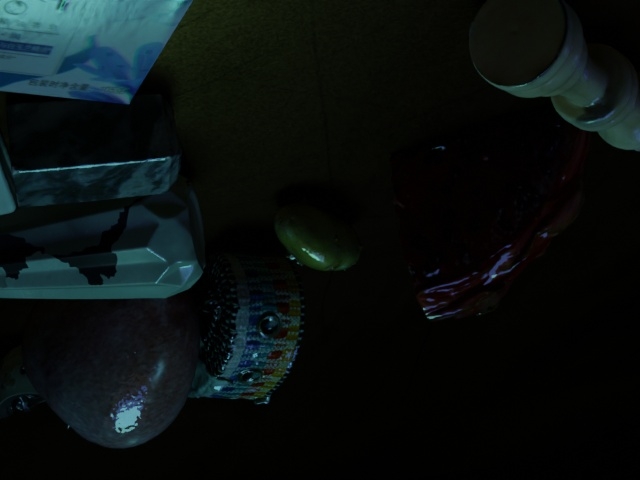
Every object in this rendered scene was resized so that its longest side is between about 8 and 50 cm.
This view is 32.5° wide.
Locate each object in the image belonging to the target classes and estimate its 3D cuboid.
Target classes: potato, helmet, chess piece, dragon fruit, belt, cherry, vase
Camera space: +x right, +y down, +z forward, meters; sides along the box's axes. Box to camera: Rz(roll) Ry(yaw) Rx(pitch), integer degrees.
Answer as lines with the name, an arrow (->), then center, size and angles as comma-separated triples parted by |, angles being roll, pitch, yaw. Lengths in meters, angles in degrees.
potato -> 0.000, 0.000, 1.542 | 0.085, 0.105, 0.188 | -40, 161, 16
helmet -> -0.461, 0.217, 1.807 | 0.153, 0.107, 0.177 | -27, 172, 24
chess piece -> 0.322, -0.177, 1.275 | 0.117, 0.117, 0.397 | -27, 153, 32
dragon fruit -> 0.274, -0.001, 1.509 | 0.286, 0.228, 0.329 | -18, 154, 11
belt -> -0.126, 0.130, 1.638 | 0.150, 0.207, 0.257 | 4, 144, -28
cherry -> -0.289, 0.149, 1.554 | 0.221, 0.261, 0.307 | -11, 140, -57
vase -> -0.328, 0.007, 1.347 | 0.360, 0.165, 0.165 | -8, 157, 2

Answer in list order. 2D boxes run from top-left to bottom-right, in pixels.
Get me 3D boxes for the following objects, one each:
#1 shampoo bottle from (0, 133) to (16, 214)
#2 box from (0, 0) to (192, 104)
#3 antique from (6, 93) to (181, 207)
shampoo bottle -> -0.483, -0.062, 1.196 | 0.284, 0.071, 0.153 | -11, 155, -7
box -> -0.256, -0.219, 0.892 | 0.274, 0.116, 0.203 | 3, 152, -30
antique -> -0.246, -0.100, 1.207 | 0.183, 0.086, 0.088 | -6, 157, -14
